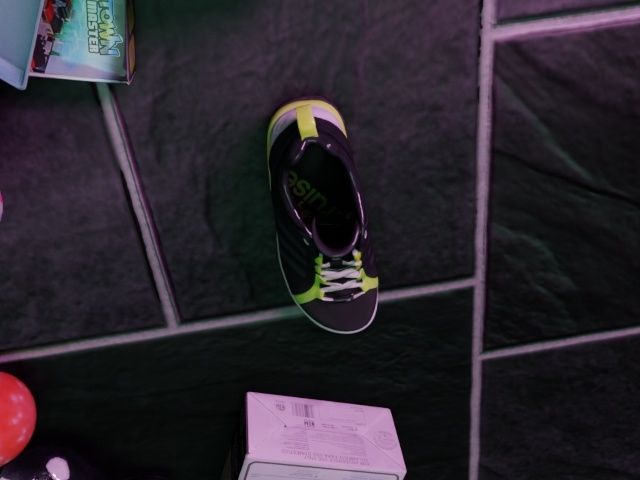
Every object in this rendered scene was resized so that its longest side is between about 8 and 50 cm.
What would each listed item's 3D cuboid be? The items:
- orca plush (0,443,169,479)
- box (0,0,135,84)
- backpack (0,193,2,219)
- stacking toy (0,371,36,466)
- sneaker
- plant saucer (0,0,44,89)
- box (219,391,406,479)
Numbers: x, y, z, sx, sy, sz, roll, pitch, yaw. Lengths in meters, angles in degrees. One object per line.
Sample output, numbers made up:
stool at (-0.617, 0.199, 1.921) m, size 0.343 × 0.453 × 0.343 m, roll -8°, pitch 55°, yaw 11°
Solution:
orca plush at (-0.186, 0.300, 0.631) m, size 0.287 × 0.151 × 0.102 m, roll 43°, pitch 71°, yaw 5°
box at (-0.176, -0.208, 0.379) m, size 0.114 × 0.036 × 0.207 m, roll 3°, pitch 120°, yaw -10°
backpack at (-0.323, -0.048, 0.351) m, size 0.253 × 0.191 × 0.225 m, roll -28°, pitch 144°, yaw 16°
stacking toy at (-0.423, 0.188, 0.533) m, size 0.330 × 0.141 × 0.141 m, roll -9°, pitch 121°, yaw -8°
sneaker at (0.000, 0.000, 0.492) m, size 0.084 × 0.097 × 0.234 m, roll -15°, pitch 122°, yaw 1°
plant saucer at (-0.173, -0.169, 0.328) m, size 0.067 × 0.018 × 0.192 m, roll 30°, pitch 136°, yaw -13°
box at (-0.034, 0.312, 0.680) m, size 0.169 × 0.087 × 0.290 m, roll 11°, pitch 119°, yaw -14°
